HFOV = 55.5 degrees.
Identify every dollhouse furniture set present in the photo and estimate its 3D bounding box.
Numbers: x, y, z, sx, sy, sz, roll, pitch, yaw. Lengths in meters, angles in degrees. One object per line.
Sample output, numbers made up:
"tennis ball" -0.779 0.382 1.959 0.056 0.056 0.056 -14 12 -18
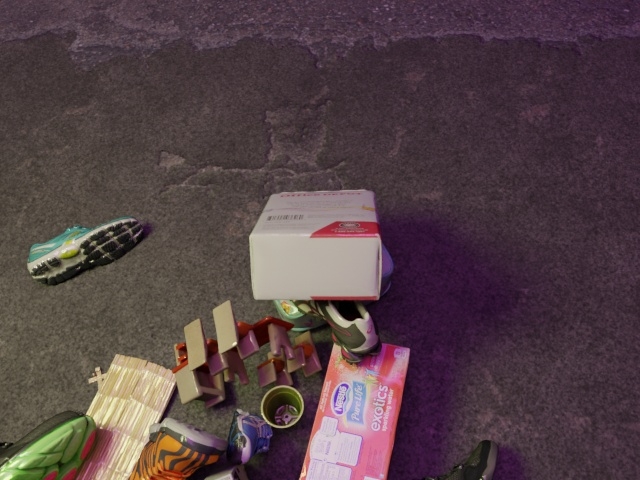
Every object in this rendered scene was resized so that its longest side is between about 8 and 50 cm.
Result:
"dollhouse furniture set" -0.172 0.218 1.209 0.259 0.262 0.135 -32 55 22

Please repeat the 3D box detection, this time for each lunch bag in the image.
"lunch bag" 0.012 0.058 1.360 0.279 0.107 0.224 -24 58 -11

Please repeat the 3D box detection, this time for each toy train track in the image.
"toy train track" -0.472 0.308 1.302 0.048 0.014 0.083 -18 60 -6

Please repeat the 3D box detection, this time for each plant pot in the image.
"plant pot" -0.072 0.342 1.213 0.084 0.079 0.083 -2 58 3

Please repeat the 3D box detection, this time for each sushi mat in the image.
"sushi mat" -0.418 0.394 1.238 0.152 0.019 0.316 16 64 12

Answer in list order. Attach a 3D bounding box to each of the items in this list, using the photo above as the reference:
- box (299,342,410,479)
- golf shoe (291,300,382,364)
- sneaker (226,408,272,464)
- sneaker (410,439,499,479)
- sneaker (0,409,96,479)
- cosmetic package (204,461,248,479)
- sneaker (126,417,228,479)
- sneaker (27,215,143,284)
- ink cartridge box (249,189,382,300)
"box" 0.070 0.351 1.161 0.154 0.142 0.299 10 60 10
"golf shoe" 0.023 0.110 1.177 0.105 0.120 0.273 -30 50 -23
"sneaker" -0.130 0.364 1.141 0.081 0.211 0.080 14 89 -5
"sneaker" 0.235 0.448 1.124 0.130 0.087 0.227 33 72 14
"sneaker" -0.657 0.443 1.129 0.483 0.185 0.202 -29 62 -9
"cosmetic package" -0.154 0.446 1.056 0.061 0.239 0.098 -19 79 -8
"sneaker" -0.266 0.419 1.068 0.125 0.321 0.180 27 62 -12
"sneaker" -0.562 0.000 1.444 0.276 0.107 0.110 -22 51 -9
"ink cartridge box" 0.000 0.000 1.164 0.226 0.131 0.306 -1 17 4
